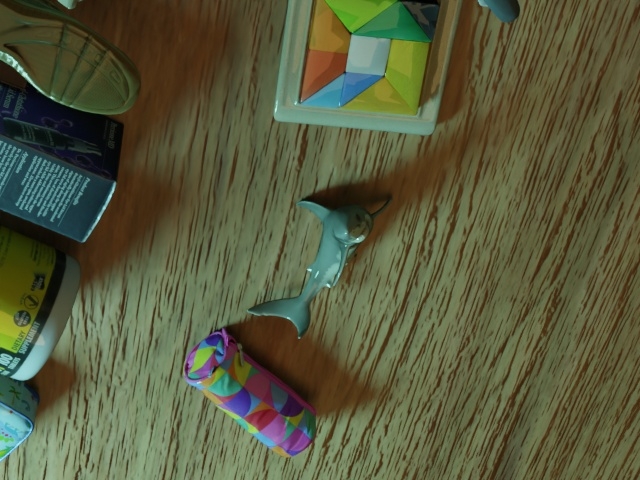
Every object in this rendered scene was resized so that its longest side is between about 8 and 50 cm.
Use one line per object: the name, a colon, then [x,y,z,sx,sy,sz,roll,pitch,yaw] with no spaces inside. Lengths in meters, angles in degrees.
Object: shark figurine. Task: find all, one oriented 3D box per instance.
shark figurine: [-0.001,0.003,1.687,0.116,0.166,0.278,35,137,2]

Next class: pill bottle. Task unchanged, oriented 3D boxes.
pill bottle: [-0.509,0.046,1.597,0.334,0.188,0.188,25,119,-21]

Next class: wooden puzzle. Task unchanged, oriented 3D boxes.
wooden puzzle: [0.062,-0.241,1.531,0.221,0.044,0.238,4,125,-8]

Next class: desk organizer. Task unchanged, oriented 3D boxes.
desk organizer: [-0.421,-0.240,1.488,0.130,0.047,0.050,20,119,-18]

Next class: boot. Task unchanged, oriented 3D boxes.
boot: [-0.324,-0.252,1.390,0.262,0.203,0.095,23,111,-13]

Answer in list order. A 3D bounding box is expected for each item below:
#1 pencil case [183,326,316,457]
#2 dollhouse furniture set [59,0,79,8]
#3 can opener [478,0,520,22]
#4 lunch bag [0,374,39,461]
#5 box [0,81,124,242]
pencil case: [-0.104,0.236,1.824,0.104,0.104,0.236,-34,122,18]
dollhouse furniture set: [-0.291,-0.366,1.295,0.184,0.129,0.129,34,120,7]
can opener: [0.185,-0.391,1.403,0.076,0.095,0.283,-22,124,10]
lunch bag: [-0.554,0.250,1.797,0.219,0.090,0.176,37,114,-26]
box: [-0.367,-0.113,1.519,0.207,0.153,0.108,22,120,-21]
